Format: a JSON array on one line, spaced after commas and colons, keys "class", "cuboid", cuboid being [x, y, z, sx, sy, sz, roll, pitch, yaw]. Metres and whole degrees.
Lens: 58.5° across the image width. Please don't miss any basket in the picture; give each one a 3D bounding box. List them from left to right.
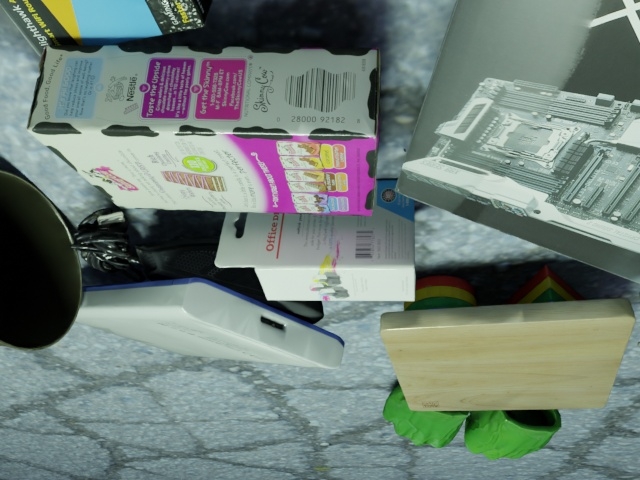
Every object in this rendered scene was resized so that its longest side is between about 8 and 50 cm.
[{"class": "basket", "cuboid": [-0.411, 0.026, 0.613, 0.227, 0.154, 0.204, -2, 129, 18]}]

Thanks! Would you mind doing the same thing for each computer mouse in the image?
[{"class": "computer mouse", "cuboid": [-0.117, 0.023, 0.621, 0.273, 0.072, 0.188, 18, 163, -14]}]

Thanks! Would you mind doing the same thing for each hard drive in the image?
[{"class": "hard drive", "cuboid": [-0.157, 0.101, 0.682, 0.319, 0.040, 0.210, -8, 152, 46]}]

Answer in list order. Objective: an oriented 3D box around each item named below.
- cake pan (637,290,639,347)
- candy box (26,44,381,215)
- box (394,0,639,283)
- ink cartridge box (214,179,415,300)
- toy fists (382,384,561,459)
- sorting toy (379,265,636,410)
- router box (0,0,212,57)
[{"class": "cake pan", "cuboid": [0.427, 0.031, 0.504, 0.294, 0.054, 0.293, -12, 162, -4]}, {"class": "candy box", "cuboid": [-0.072, -0.078, 0.449, 0.234, 0.071, 0.159, 1, 163, 4]}, {"class": "box", "cuboid": [0.193, -0.097, 0.337, 0.243, 0.076, 0.307, 22, 152, 6]}, {"class": "ink cartridge box", "cuboid": [0.000, 0.000, 0.555, 0.182, 0.104, 0.061, 0, 144, 9]}, {"class": "toy fists", "cuboid": [0.244, 0.292, 0.947, 0.280, 0.096, 0.142, 11, 134, -6]}, {"class": "sorting toy", "cuboid": [0.224, 0.125, 0.716, 0.258, 0.089, 0.255, -5, 143, 15]}, {"class": "router box", "cuboid": [-0.160, -0.204, 0.340, 0.134, 0.046, 0.178, -5, 143, 15]}]
